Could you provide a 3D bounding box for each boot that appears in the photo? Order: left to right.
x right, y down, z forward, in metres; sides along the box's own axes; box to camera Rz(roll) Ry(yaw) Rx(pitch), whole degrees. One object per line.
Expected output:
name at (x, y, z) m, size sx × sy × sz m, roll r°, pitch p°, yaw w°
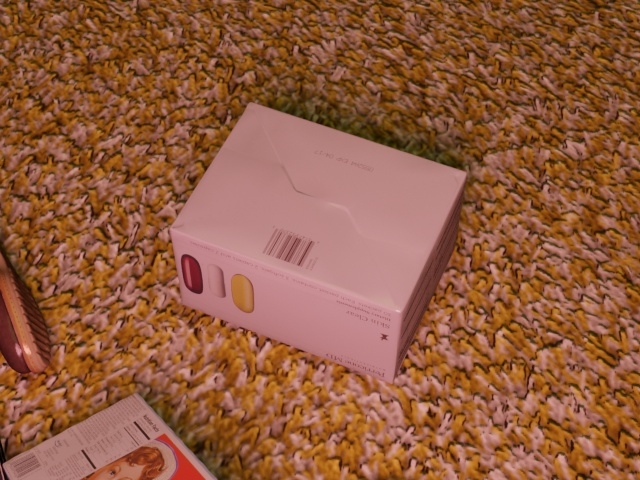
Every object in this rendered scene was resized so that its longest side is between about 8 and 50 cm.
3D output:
boot at (-0.423, 0.089, 1.274) m, size 0.206 × 0.090 × 0.248 m, roll -31°, pitch 60°, yaw -7°

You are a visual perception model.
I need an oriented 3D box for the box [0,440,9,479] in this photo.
box at (-0.388, 0.315, 1.105) m, size 0.216 × 0.060 × 0.270 m, roll -18°, pitch 55°, yaw -12°

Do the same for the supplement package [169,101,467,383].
supplement package at (0.000, 0.000, 1.281) m, size 0.261 × 0.145 × 0.204 m, roll 19°, pitch 55°, yaw 14°

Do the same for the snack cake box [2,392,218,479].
snack cake box at (-0.175, 0.251, 1.056) m, size 0.152 × 0.089 × 0.264 m, roll -26°, pitch 24°, yaw -19°
